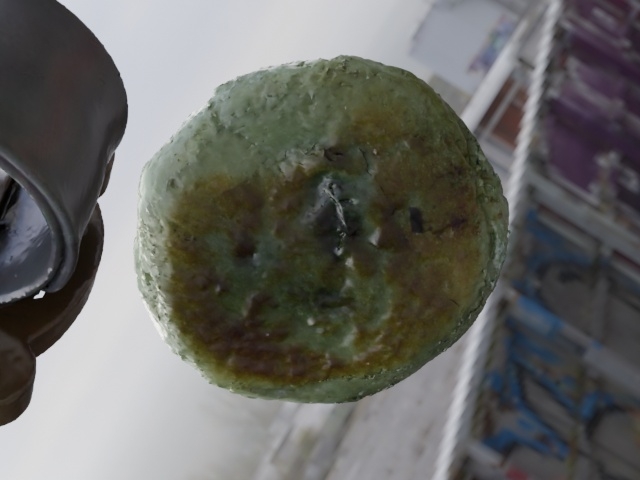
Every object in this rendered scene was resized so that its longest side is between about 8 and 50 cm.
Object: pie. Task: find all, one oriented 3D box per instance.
[{"bbox_3d":[0.000,0.000,0.830,0.187,0.187,0.041,-57,16,19],"label":"pie"}]

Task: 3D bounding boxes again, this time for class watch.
[{"bbox_3d":[-0.332,-0.066,1.369,0.327,0.335,0.314,87,-165,-52],"label":"watch"}]
